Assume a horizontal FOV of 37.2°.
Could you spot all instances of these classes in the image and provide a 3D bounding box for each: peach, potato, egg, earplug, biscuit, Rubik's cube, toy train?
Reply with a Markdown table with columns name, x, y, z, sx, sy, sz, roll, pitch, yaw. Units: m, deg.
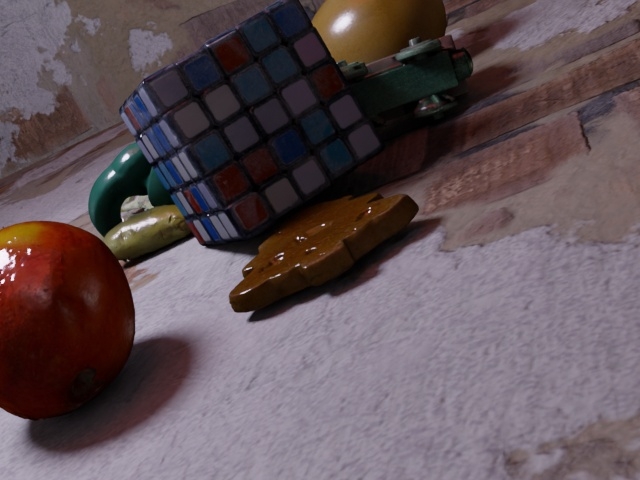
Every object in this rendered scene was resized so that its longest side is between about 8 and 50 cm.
| name | x | y | z | sx | sy | sz | roll | pitch | yaw |
| --- | --- | --- | --- | --- | --- | --- | --- | --- | --- |
| peach | -0.362 | 0.110 | 1.250 | 0.281 | 0.238 | 0.281 | -22 | 61 | 47 |
| potato | -0.320 | -0.019 | 1.781 | 0.188 | 0.085 | 0.105 | -17 | 23 | 17 |
| egg | 0.113 | -0.440 | 2.033 | 0.322 | 0.250 | 0.250 | -26 | 18 | 16 |
| earplug | -0.303 | -0.097 | 1.846 | 0.280 | 0.257 | 0.164 | 13 | -3 | 11 |
| biscuit | 0.001 | 0.001 | 1.323 | 0.278 | 0.043 | 0.301 | -29 | 15 | 4 |
| Rubik's cube | -0.121 | -0.183 | 1.551 | 0.292 | 0.287 | 0.293 | -35 | 10 | -19 |
| toy train | 0.126 | -0.280 | 1.737 | 0.304 | 0.150 | 0.221 | -17 | 11 | 8 |

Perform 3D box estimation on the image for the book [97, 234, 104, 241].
| name | x | y | z | sx | sy | sz | roll | pitch | yaw |
| --- | --- | --- | --- | --- | --- | --- | --- | --- | --- |
| book | -0.454 | -0.001 | 2.031 | 0.077 | 0.014 | 0.111 | -32 | 18 | -9 |

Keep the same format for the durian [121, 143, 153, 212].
| name | x | y | z | sx | sy | sz | roll | pitch | yaw |
| --- | --- | --- | --- | --- | --- | --- | --- | --- | --- |
| durian | -0.350 | -0.136 | 2.076 | 0.306 | 0.166 | 0.172 | -13 | -3 | 42 |
